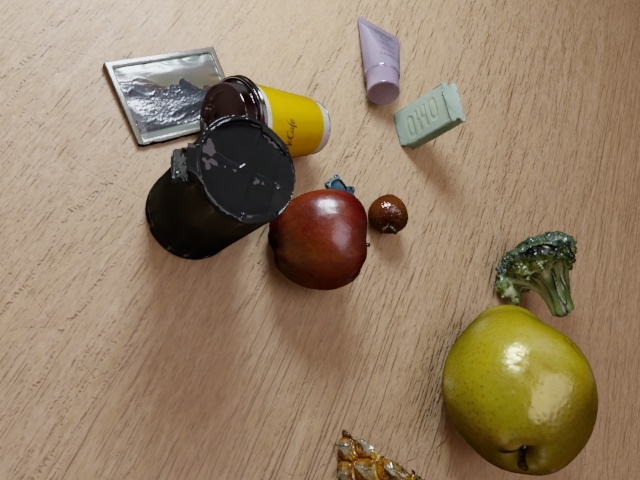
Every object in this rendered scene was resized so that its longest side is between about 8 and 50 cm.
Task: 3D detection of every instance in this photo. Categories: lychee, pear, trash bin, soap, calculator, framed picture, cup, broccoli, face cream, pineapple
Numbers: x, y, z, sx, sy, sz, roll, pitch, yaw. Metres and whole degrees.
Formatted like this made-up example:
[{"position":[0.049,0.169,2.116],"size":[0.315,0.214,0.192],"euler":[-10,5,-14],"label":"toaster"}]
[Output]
[{"position":[0.167,-0.060,1.394],"size":[0.114,0.101,0.140],"euler":[49,56,-34],"label":"lychee"},{"position":[0.486,0.362,1.341],"size":[0.362,0.362,0.418],"euler":[39,32,-18],"label":"pear"},{"position":[-0.197,-0.091,1.048],"size":[0.251,0.301,0.203],"euler":[1,76,-32],"label":"trash bin"},{"position":[0.297,-0.339,1.497],"size":[0.063,0.198,0.115],"euler":[-7,79,-35],"label":"soap"},{"position":[0.063,-0.100,1.390],"size":[0.094,0.019,0.141],"euler":[-35,95,-35],"label":"calculator"},{"position":[-0.318,-0.325,1.208],"size":[0.265,0.018,0.192],"euler":[-25,92,-35],"label":"framed picture"},{"position":[-0.116,-0.259,1.219],"size":[0.279,0.196,0.197],"euler":[-7,81,-46],"label":"cup"},{"position":[0.653,0.106,1.580],"size":[0.262,0.247,0.244],"euler":[-24,83,-16],"label":"broccoli"},{"position":[0.173,-0.514,1.541],"size":[0.154,0.096,0.274],"euler":[16,56,-25],"label":"face cream"},{"position":[0.161,0.581,1.183],"size":[0.335,0.158,0.161],"euler":[49,57,-13],"label":"pineapple"}]

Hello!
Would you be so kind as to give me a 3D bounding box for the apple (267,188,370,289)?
[{"position":[0.000,0.002,1.209],"size":[0.233,0.234,0.234],"euler":[9,72,-31],"label":"apple"}]
